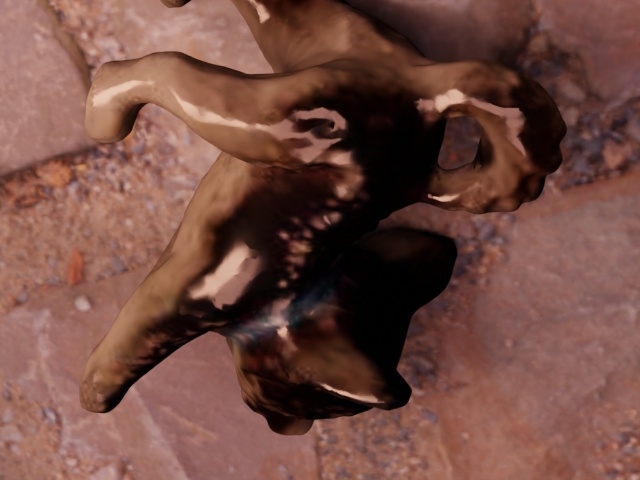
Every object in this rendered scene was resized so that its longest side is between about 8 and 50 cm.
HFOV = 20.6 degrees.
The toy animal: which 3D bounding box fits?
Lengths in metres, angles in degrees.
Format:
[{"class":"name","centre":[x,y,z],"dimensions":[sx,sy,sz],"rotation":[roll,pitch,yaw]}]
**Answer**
[{"class":"toy animal","centre":[0.000,0.000,1.194],"dimensions":[0.302,0.194,0.344],"rotation":[14,125,13]}]
